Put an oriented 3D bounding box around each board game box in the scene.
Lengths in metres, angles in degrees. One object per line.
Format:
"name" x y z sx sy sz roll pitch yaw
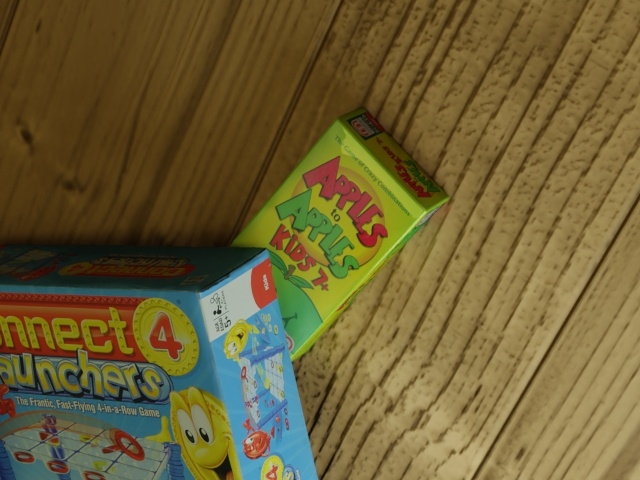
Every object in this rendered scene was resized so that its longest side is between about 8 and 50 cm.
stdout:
"board game box" -0.153 0.158 1.245 0.308 0.086 0.302 0 111 35
"board game box" 0.000 0.000 1.165 0.092 0.043 0.181 47 122 9
